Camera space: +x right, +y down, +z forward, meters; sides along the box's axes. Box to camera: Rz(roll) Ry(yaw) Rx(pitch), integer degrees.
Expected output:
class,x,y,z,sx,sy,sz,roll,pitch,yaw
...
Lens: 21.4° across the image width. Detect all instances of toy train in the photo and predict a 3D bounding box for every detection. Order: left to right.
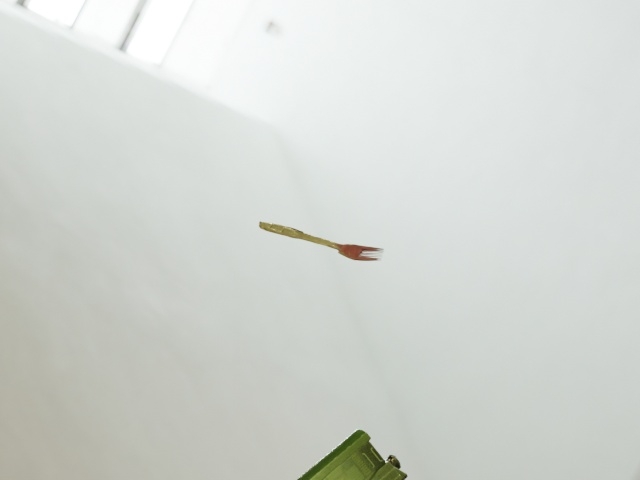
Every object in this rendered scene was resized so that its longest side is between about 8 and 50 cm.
class,x,y,z,sx,sy,sz,roll,pitch,yaw
toy train,0.017,0.186,1.272,0.093,0.056,0.038,-39,4,-11

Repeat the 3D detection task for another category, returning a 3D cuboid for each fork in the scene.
class,x,y,z,sx,sy,sz,roll,pitch,yaw
fork,0.000,0.000,1.514,0.012,0.115,0.016,97,-172,-55
